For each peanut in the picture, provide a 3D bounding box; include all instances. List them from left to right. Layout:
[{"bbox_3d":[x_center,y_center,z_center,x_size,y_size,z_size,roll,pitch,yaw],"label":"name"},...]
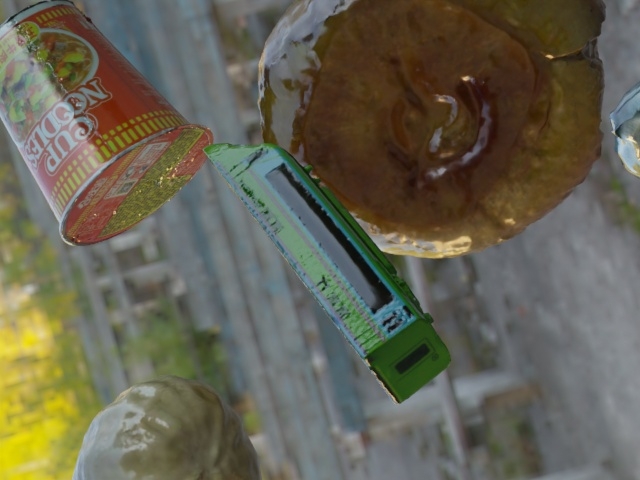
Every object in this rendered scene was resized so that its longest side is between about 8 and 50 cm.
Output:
[{"bbox_3d":[-0.129,0.257,1.651,0.340,0.174,0.158,99,-169,-46],"label":"peanut"}]

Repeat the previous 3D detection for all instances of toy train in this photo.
[{"bbox_3d":[0.000,0.000,0.982,0.209,0.042,0.044,52,177,46],"label":"toy train"}]

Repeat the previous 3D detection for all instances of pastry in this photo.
[{"bbox_3d":[0.112,-0.150,1.842,0.164,0.356,0.356,-101,-4,-71],"label":"pastry"}]

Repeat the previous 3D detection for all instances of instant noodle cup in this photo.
[{"bbox_3d":[-0.247,-0.134,1.976,0.212,0.193,0.193,52,170,17],"label":"instant noodle cup"}]

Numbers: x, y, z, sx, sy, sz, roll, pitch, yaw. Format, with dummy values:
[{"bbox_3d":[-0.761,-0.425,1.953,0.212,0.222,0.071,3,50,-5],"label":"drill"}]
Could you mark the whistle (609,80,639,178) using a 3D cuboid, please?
[{"bbox_3d":[0.330,-0.050,1.494,0.348,0.189,0.189,38,-157,-41],"label":"whistle"}]
